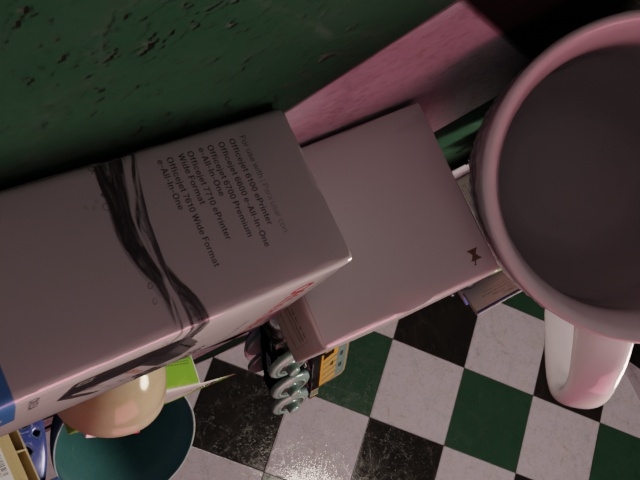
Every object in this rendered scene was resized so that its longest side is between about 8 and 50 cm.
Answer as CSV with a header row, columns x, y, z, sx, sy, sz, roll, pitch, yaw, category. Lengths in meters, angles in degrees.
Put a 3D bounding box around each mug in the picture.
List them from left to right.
x,y,z,sx,sy,sz,roll,pitch,yaw,category
0.281,-0.015,0.795,0.276,0.374,0.328,6,-175,5,mug

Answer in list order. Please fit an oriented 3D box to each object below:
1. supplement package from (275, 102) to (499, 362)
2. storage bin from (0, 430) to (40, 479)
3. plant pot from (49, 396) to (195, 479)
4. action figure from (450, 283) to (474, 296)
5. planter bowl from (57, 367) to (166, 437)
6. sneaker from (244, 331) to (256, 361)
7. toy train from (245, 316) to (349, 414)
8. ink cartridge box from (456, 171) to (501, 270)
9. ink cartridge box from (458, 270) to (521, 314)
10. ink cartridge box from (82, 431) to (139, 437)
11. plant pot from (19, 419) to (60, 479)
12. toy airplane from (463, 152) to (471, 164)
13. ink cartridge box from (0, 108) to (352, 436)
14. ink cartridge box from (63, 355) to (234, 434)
x,y,z,sx,sy,sz,roll,pitch,yaw,category
0.031,0.010,0.815,0.177,0.175,0.293,-22,172,-11,supplement package
-0.391,0.245,0.741,0.123,0.262,0.260,-29,172,6,storage bin
-0.436,0.378,1.629,0.290,0.290,0.195,-22,-154,-25,plant pot
0.317,-0.075,1.484,0.341,0.178,0.330,-54,-172,-18,action figure
-0.286,0.173,1.069,0.162,0.162,0.109,-19,145,-38,planter bowl
-0.091,0.172,1.646,0.124,0.180,0.321,-5,158,3,sneaker
-0.028,0.191,1.391,0.190,0.142,0.334,-25,152,-16,toy train
0.317,-0.064,1.163,0.212,0.154,0.093,-31,169,28,ink cartridge box
0.395,0.003,1.595,0.303,0.307,0.072,-29,130,3,ink cartridge box
-0.381,0.289,1.453,0.109,0.063,0.151,5,118,-34,ink cartridge box
-0.627,0.431,1.437,0.236,0.212,0.236,-20,172,-37,plant pot
0.260,-0.145,1.064,0.151,0.028,0.151,-29,178,-1,toy airplane
-0.164,0.040,0.569,0.307,0.129,0.223,-22,171,-27,ink cartridge box
-0.291,0.231,1.308,0.188,0.097,0.255,-26,169,18,ink cartridge box
